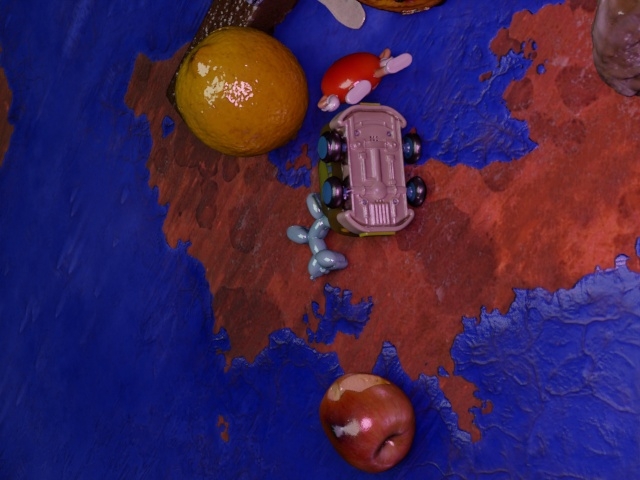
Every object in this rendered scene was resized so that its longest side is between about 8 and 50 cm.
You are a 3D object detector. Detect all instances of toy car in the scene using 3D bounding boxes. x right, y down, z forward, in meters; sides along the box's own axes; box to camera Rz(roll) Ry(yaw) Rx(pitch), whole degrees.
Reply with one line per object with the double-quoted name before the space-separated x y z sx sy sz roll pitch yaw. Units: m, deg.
"toy car" 0.069 -0.125 1.608 0.198 0.204 0.247 167 100 -65

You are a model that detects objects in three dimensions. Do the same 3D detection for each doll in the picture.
"doll" 0.067 -0.311 1.630 0.183 0.085 0.217 -40 25 -14
"doll" 0.000 0.000 1.729 0.158 0.059 0.159 44 115 36

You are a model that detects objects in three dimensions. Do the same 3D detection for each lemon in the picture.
"lemon" -0.163 -0.309 1.747 0.293 0.293 0.292 -3 86 43

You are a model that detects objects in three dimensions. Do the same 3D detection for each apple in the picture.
"apple" 0.085 0.332 1.561 0.199 0.199 0.199 -3 86 43

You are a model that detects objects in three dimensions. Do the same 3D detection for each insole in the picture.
"insole" 0.035 -0.504 1.756 0.192 0.010 0.063 46 118 34

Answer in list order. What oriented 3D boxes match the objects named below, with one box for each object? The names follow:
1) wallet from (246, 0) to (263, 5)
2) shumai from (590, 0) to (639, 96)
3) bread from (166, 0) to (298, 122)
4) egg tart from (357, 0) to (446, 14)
"wallet" -0.133 -0.677 1.738 0.251 0.054 0.290 55 127 31
"shumai" 0.508 -0.411 1.128 0.397 0.324 0.323 -40 48 29
"bread" -0.209 -0.444 1.913 0.416 0.113 0.165 -53 54 29
"egg tart" 0.147 -0.524 1.532 0.215 0.215 0.170 -5 70 43
